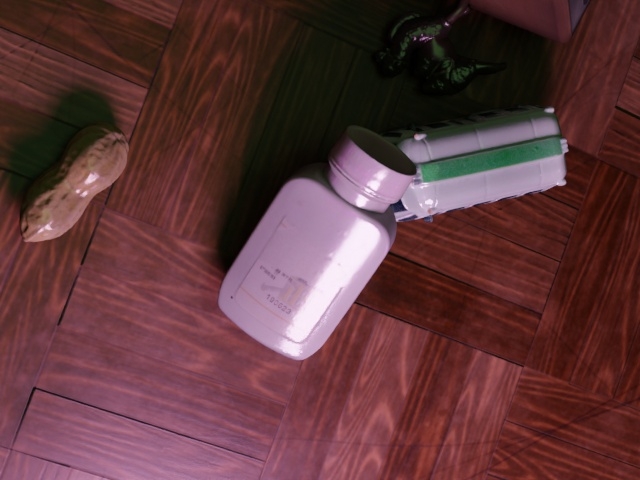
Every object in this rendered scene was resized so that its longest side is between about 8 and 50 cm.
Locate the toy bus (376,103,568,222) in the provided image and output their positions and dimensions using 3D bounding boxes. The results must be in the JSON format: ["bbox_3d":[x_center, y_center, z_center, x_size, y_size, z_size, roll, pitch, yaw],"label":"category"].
[{"bbox_3d":[0.191,-0.107,1.581,0.276,0.165,0.133,-13,96,-18],"label":"toy bus"}]

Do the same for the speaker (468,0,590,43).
[{"bbox_3d":[0.282,-0.396,1.540,0.192,0.231,0.153,26,84,20],"label":"speaker"}]

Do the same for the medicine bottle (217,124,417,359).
[{"bbox_3d":[0.000,0.000,1.484,0.161,0.111,0.296,33,113,2],"label":"medicine bottle"}]

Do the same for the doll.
[{"bbox_3d":[0.162,-0.263,1.621,0.165,0.057,0.139,-29,103,-6],"label":"doll"}]

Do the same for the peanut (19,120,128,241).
[{"bbox_3d":[-0.312,-0.072,1.453,0.082,0.082,0.187,45,78,-16],"label":"peanut"}]
